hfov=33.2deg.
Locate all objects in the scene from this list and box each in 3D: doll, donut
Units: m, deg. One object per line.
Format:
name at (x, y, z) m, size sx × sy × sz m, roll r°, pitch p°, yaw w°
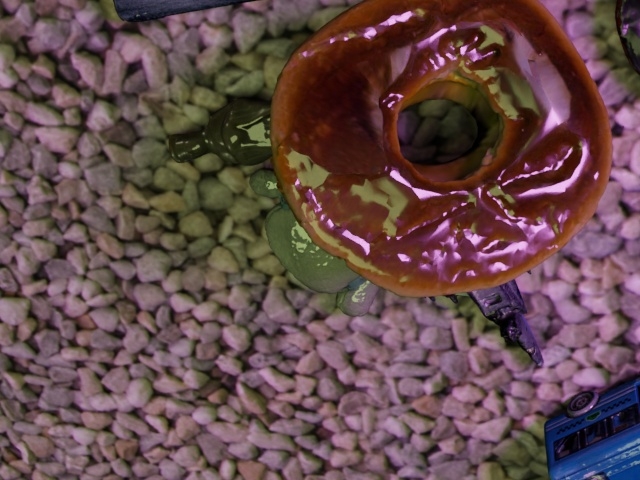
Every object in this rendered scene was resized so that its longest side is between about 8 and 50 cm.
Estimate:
doll at (0.000, 0.000, 1.211) m, size 0.103 × 0.071 × 0.214 m, roll -30°, pitch 109°, yaw 24°
donut at (0.110, -0.105, 1.054) m, size 0.330 × 0.160 × 0.330 m, roll -1°, pitch 95°, yaw -9°

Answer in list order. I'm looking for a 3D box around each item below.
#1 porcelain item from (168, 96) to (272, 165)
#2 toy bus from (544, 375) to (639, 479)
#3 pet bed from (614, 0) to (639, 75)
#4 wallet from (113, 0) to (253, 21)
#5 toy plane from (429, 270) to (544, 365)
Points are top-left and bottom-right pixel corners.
porcelain item at (-0.072, -0.121, 1.179) m, size 0.216 × 0.069 × 0.081 m, roll -6°, pitch 118°, yaw 20°
toy bus at (0.379, 0.219, 1.198) m, size 0.246 × 0.134 × 0.113 m, roll -31°, pitch 105°, yaw 24°
pet bed at (0.384, -0.221, 1.034) m, size 0.201 × 0.053 × 0.201 m, roll 4°, pitch 115°, yaw 9°
wallet at (-0.055, -0.334, 1.078) m, size 0.379 × 0.046 × 0.190 m, roll -5°, pitch 112°, yaw 15°
toy plane at (0.188, 0.055, 1.193) m, size 0.169 × 0.078 × 0.246 m, roll -26°, pitch 107°, yaw 21°
